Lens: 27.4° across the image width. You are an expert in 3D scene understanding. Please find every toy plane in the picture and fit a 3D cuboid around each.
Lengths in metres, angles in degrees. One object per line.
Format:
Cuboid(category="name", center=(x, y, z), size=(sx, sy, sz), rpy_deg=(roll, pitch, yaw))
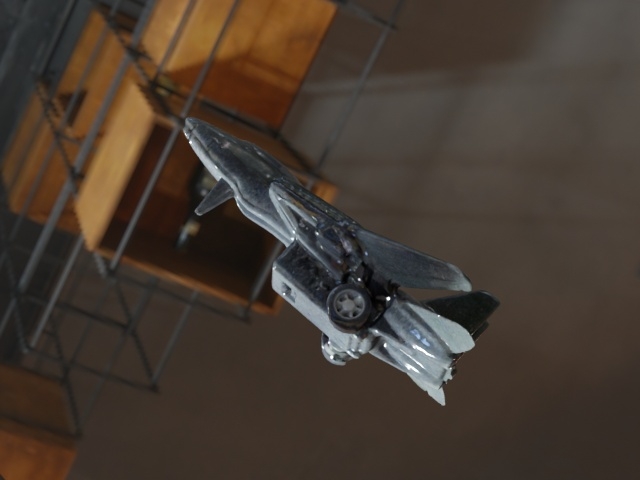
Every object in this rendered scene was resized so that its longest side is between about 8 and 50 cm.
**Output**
Cuboid(category="toy plane", center=(-0.007, 0.008, 0.911), size=(0.267, 0.088, 0.212), rpy_deg=(35, 158, 11))

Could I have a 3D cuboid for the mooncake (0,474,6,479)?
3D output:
Cuboid(category="mooncake", center=(-0.210, 0.214, 0.744), size=(0.104, 0.169, 0.175), rpy_deg=(-9, -164, -9))
